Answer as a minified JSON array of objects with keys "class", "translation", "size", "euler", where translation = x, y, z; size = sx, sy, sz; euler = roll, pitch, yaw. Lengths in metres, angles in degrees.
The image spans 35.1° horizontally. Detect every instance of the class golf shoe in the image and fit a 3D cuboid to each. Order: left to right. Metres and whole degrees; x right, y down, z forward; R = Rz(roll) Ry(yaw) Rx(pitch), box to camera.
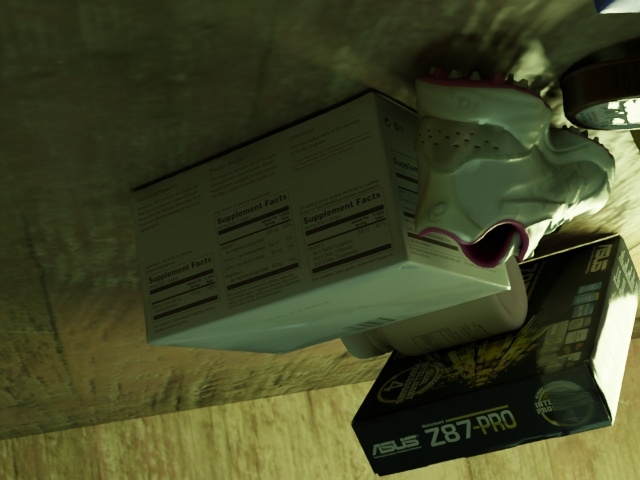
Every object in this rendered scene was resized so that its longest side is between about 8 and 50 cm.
[{"class":"golf shoe","translation":[0.156,-0.041,0.837],"size":[0.115,0.140,0.306],"euler":[9,176,35]}]

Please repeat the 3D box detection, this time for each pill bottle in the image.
[{"class":"pill bottle","translation":[0.140,0.080,1.319],"size":[0.229,0.131,0.131],"euler":[-19,163,29]}]

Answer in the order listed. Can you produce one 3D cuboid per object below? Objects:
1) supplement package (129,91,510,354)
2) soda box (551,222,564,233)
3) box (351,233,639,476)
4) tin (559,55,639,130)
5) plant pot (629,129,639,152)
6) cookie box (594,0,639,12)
[{"class":"supplement package","translation":[0.000,0.000,0.907],"size":[0.262,0.145,0.204],"euler":[-18,163,30]},{"class":"soda box","translation":[0.230,-0.049,1.061],"size":[0.060,0.053,0.169],"euler":[-10,164,1]},{"class":"box","translation":[0.249,0.145,1.357],"size":[0.318,0.097,0.395],"euler":[-17,-165,28]},{"class":"tin","translation":[0.291,-0.121,0.814],"size":[0.190,0.040,0.106],"euler":[-5,174,21]},{"class":"plant pot","translation":[0.372,-0.082,0.957],"size":[0.134,0.095,0.134],"euler":[-10,165,-3]},{"class":"cookie box","translation":[0.232,-0.178,0.615],"size":[0.107,0.040,0.092],"euler":[-6,164,-19]}]
